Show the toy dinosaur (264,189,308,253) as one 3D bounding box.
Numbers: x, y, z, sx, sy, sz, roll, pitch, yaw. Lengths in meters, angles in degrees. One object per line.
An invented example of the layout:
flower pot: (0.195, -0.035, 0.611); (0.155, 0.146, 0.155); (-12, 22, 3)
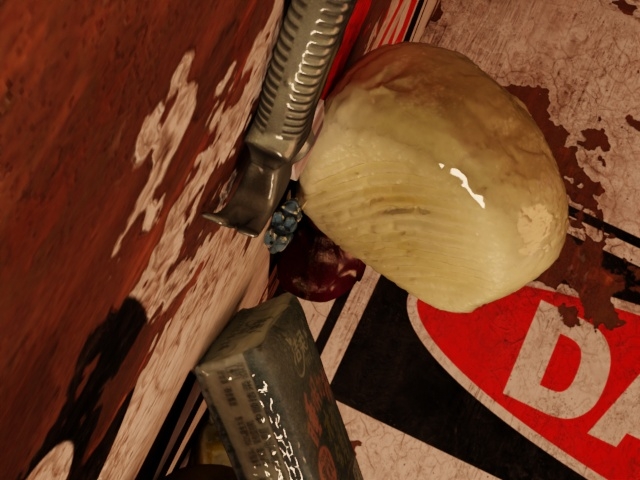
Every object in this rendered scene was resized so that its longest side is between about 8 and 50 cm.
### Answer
toy dinosaur: (-0.044, -0.017, 1.058); (0.083, 0.031, 0.047); (-65, 176, 17)

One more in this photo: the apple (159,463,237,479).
apple: (-0.145, 0.382, 1.103); (0.173, 0.188, 0.188); (-60, 179, 17)

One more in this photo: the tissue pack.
tissue pack: (-0.032, 0.245, 1.077); (0.228, 0.103, 0.315); (-55, 126, -76)

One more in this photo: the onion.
onion: (0.015, 0.006, 1.380); (0.198, 0.135, 0.173); (108, 5, -60)

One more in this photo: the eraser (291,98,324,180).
eraser: (-0.020, -0.094, 0.805); (0.105, 0.026, 0.065); (85, 28, -85)

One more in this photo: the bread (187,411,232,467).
bread: (-0.122, 0.333, 1.491); (0.333, 0.160, 0.333); (-63, 178, -3)

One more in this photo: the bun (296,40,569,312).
bun: (0.140, -0.085, 1.059); (0.349, 0.352, 0.227); (4, -130, 52)

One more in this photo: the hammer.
hammer: (-0.017, -0.103, 0.595); (0.158, 0.041, 0.226); (-65, 180, -49)
